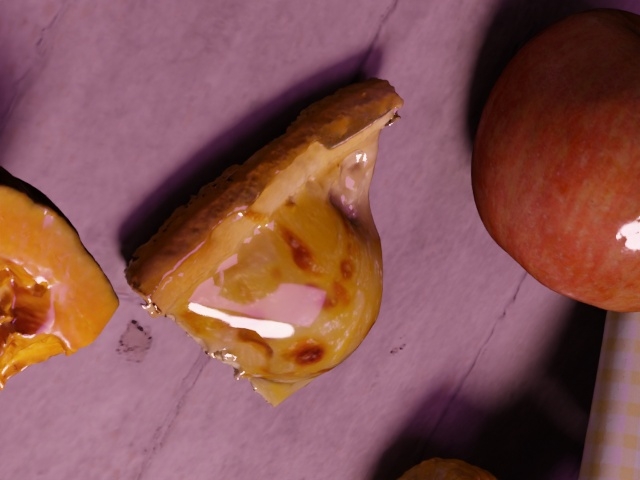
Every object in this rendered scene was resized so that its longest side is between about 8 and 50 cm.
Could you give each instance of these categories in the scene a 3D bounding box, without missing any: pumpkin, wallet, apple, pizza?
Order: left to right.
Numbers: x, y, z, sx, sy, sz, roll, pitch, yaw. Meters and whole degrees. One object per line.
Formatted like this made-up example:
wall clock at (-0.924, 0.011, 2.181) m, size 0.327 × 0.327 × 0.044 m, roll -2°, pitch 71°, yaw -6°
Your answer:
pumpkin at (-0.218, 0.077, 0.836) m, size 0.248 × 0.126 × 0.131 m, roll -56°, pitch 140°, yaw -13°
pizza at (-0.001, 0.008, 1.048) m, size 0.204 × 0.080 × 0.188 m, roll -46°, pitch 142°, yaw -9°
apple at (0.193, -0.049, 1.107) m, size 0.188 × 0.188 × 0.174 m, roll -1°, pitch 125°, yaw -44°
wallet at (0.262, 0.157, 1.330) m, size 0.223 × 0.077 × 0.310 m, roll 34°, pitch 63°, yaw -52°

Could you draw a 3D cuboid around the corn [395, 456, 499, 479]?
corn at (0.150, 0.282, 1.369) m, size 0.144 × 0.144 × 0.387 m, roll -47°, pitch 138°, yaw -5°
